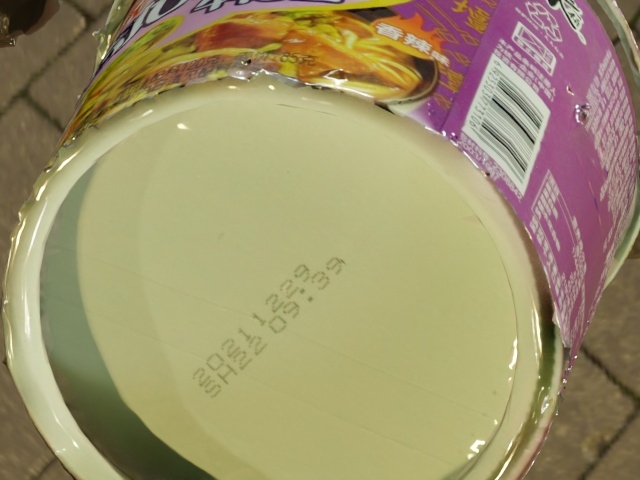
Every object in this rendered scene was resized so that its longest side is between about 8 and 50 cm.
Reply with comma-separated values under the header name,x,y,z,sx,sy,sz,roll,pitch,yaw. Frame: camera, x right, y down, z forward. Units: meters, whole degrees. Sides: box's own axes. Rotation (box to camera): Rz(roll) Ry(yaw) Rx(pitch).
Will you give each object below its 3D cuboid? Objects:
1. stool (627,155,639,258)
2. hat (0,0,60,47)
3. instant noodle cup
name,x,y,z,sx,sy,sz,roll,pitch,yaw
stool,0.343,-0.067,1.728,0.217,0.125,0.121,39,31,-25
hat,-0.387,-0.350,1.568,0.238,0.336,0.209,5,80,20
instant noodle cup,0.000,0.000,0.758,0.340,0.266,0.340,5,116,9
